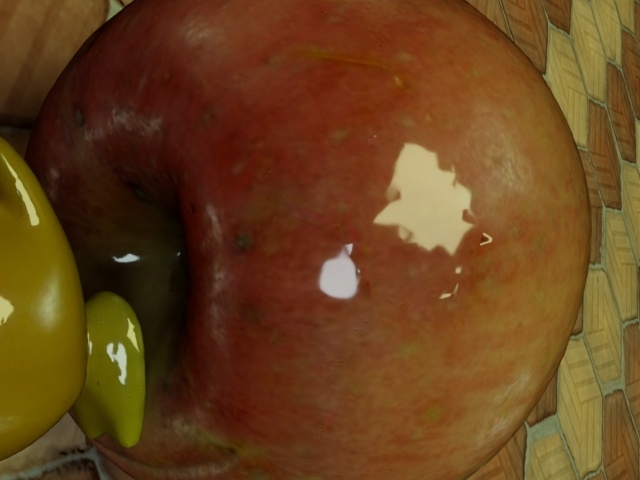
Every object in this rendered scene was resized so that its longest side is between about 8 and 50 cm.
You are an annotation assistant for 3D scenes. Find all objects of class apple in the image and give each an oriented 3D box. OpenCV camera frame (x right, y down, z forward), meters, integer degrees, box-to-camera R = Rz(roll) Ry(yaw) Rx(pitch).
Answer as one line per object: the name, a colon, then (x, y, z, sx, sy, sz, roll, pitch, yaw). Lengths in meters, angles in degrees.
apple: (0.000, 0.000, 0.619, 0.364, 0.364, 0.364, 24, 61, -53)

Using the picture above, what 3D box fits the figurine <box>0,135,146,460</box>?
figurine: (-0.211, 0.048, 0.437, 0.228, 0.215, 0.215, -37, 114, -34)
